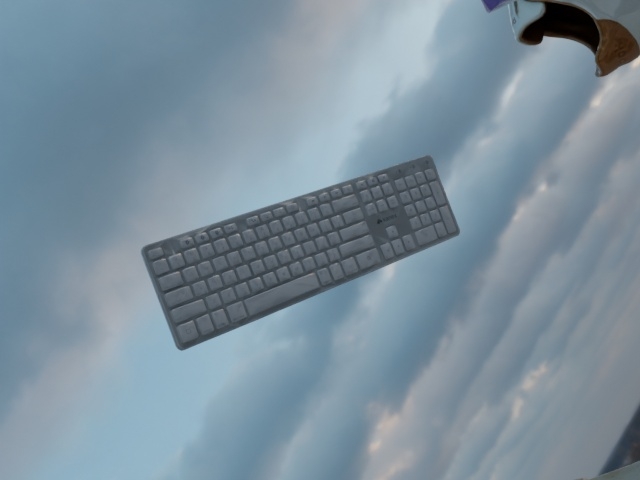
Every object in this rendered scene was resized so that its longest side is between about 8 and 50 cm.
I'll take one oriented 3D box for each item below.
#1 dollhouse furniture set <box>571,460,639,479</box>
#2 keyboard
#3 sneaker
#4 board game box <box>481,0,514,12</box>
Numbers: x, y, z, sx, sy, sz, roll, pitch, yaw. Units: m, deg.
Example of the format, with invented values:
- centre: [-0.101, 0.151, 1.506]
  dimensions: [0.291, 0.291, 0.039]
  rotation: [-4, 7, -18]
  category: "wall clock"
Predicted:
- centre: [0.290, 0.260, 0.239]
  dimensions: [0.362, 0.394, 0.256]
  rotation: [36, -56, -28]
  category: "dollhouse furniture set"
- centre: [0.000, 0.000, 0.488]
  dimensions: [0.256, 0.072, 0.014]
  rotation: [-20, -7, -30]
  category: "keyboard"
- centre: [0.202, -0.274, 0.641]
  dimensions: [0.123, 0.290, 0.106]
  rotation: [-44, -23, 9]
  category: "sneaker"
- centre: [0.034, -0.261, 0.197]
  dimensions: [0.056, 0.347, 0.208]
  rotation: [-28, 7, -2]
  category: "board game box"
